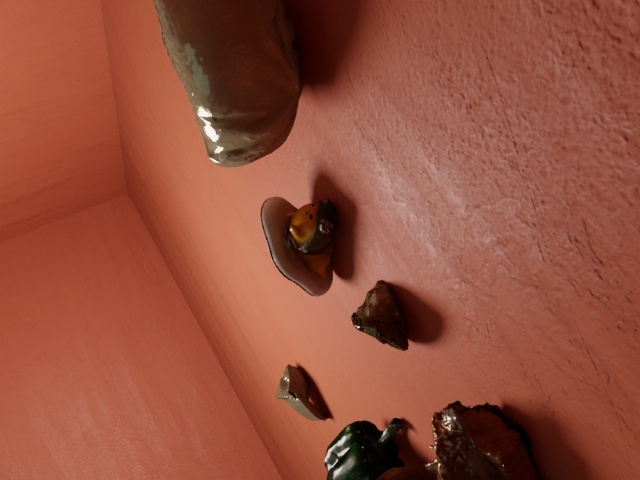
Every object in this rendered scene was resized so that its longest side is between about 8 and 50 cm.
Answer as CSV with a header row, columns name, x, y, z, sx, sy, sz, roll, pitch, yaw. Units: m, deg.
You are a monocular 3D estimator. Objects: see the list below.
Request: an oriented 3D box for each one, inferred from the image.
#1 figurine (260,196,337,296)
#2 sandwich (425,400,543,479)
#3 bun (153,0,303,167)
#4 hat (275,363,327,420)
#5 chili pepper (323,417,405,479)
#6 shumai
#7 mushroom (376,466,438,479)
name,x,y,z,sx,sy,sz,roll,pitch,yaw
figurine,0.000,0.000,1.196,0.141,0.167,0.250,-17,129,31
sandwich,0.260,0.406,0.933,0.250,0.162,0.301,-14,103,53
bun,-0.149,-0.324,0.999,0.365,0.219,0.365,161,90,-82
hat,-0.046,0.486,1.827,0.173,0.144,0.166,21,156,-11
chili pepper,0.122,0.516,1.362,0.165,0.261,0.174,41,-161,-13
shumai,0.123,0.151,1.085,0.123,0.139,0.105,30,115,7
mushroom,0.220,0.653,1.169,0.345,0.259,0.345,34,140,34
